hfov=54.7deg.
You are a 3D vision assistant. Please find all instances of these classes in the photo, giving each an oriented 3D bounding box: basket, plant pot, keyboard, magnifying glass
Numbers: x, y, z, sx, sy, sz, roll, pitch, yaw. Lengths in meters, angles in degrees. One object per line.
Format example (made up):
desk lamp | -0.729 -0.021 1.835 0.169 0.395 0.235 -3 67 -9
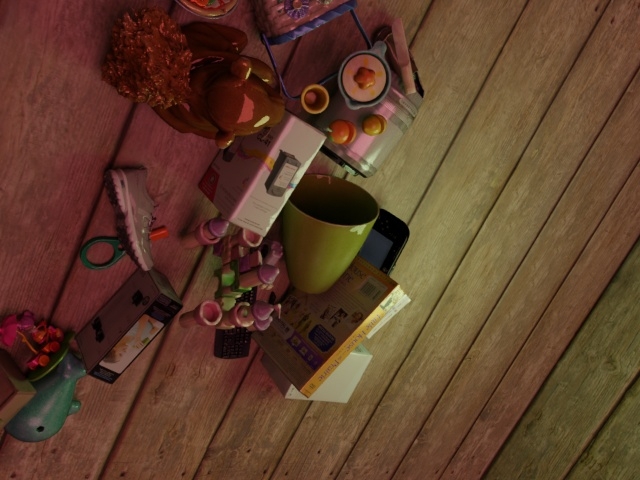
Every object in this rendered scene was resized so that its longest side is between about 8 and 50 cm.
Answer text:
basket | -0.032 -0.519 1.499 0.255 0.201 0.289 -34 121 -9
plant pot | 0.000 0.000 1.806 0.275 0.275 0.293 -5 128 -29
keyboard | -0.225 0.235 1.940 0.202 0.033 0.317 -6 121 -29
magnifying glass | -0.517 0.012 1.638 0.231 0.026 0.092 -20 125 -18

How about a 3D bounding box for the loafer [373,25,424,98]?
loafer | 0.236 -0.493 1.750 0.094 0.087 0.251 -43 130 -2

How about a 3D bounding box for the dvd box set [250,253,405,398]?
dvd box set | 0.014 0.226 1.877 0.420 0.308 0.062 -47 133 -7

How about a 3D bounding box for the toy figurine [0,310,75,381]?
toy figurine | -0.738 0.243 1.588 0.130 0.173 0.159 -21 118 32

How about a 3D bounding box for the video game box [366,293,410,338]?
video game box | 0.167 0.198 2.040 0.187 0.205 0.048 -41 129 -5

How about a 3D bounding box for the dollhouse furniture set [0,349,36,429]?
dollhouse furniture set | -0.908 0.379 1.416 0.256 0.362 0.394 -47 160 -1

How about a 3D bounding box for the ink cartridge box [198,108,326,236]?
ink cartridge box | -0.156 -0.199 1.598 0.131 0.226 0.306 24 102 -40

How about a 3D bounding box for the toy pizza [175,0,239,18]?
toy pizza | -0.260 -0.587 1.360 0.201 0.032 0.201 9 74 -35

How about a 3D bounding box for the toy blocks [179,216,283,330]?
toy blocks | -0.183 0.092 1.647 0.309 0.260 0.288 14 64 -42

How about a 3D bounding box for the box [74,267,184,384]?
box | -0.519 0.221 1.667 0.290 0.169 0.087 -48 133 0

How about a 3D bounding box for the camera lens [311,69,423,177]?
camera lens | 0.120 -0.326 1.692 0.219 0.219 0.274 31 99 -39

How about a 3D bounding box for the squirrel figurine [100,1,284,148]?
squirrel figurine | -0.274 -0.335 1.350 0.397 0.370 0.281 12 110 -35

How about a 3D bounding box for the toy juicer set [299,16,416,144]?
toy juicer set | 0.127 -0.366 1.516 0.329 0.089 0.209 -37 110 -2

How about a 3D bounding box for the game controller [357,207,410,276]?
game controller | 0.167 0.060 1.984 0.067 0.166 0.319 14 109 -40

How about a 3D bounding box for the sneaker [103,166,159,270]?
sneaker | -0.453 -0.054 1.571 0.115 0.105 0.281 -22 120 -32

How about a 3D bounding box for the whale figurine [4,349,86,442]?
whale figurine | -0.733 0.429 1.675 0.272 0.141 0.216 -46 130 -1

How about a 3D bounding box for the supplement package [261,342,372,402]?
supplement package | -0.015 0.391 2.049 0.263 0.198 0.199 16 108 -36
